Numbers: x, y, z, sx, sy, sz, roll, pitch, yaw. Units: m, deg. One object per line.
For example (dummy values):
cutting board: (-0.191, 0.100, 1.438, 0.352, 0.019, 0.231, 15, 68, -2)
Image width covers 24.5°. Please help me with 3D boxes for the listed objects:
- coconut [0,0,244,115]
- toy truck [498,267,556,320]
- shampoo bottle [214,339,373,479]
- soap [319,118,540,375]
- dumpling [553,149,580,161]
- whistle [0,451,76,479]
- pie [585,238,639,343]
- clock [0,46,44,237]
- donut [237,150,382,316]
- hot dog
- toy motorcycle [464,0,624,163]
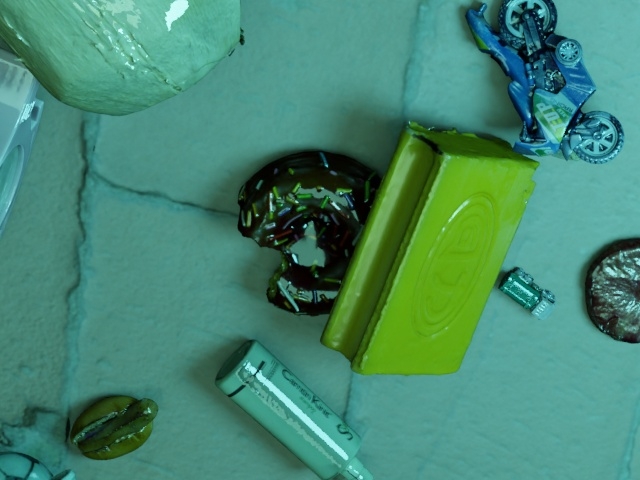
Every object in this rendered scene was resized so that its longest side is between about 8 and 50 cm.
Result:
coconut: (-0.255, -0.346, 1.726, 0.346, 0.346, 0.360, -31, 113, 13)
toy truck: (0.280, 0.074, 1.996, 0.083, 0.044, 0.039, 36, 110, -9)
shampoo bottle: (-0.026, 0.253, 2.051, 0.262, 0.085, 0.085, 43, 106, -11)
soap: (0.146, 0.016, 1.905, 0.204, 0.096, 0.324, 3, 115, -41)
dumpling: (0.329, -0.129, 1.919, 0.076, 0.052, 0.057, -28, 92, 9)
whistle: (-0.472, 0.387, 2.085, 0.290, 0.163, 0.163, -24, 106, 10)
pie: (0.427, 0.068, 1.989, 0.154, 0.036, 0.154, 1, 109, 3)
clock: (-0.434, -0.101, 1.858, 0.080, 0.275, 0.290, 21, 105, 0)
donut: (0.000, -0.001, 1.958, 0.216, 0.096, 0.230, -4, 108, 5)
hot dog: (-0.287, 0.265, 2.083, 0.140, 0.060, 0.090, -21, 111, 6)
toy motorcycle: (0.276, -0.197, 1.869, 0.135, 0.092, 0.254, -28, 85, 9)
